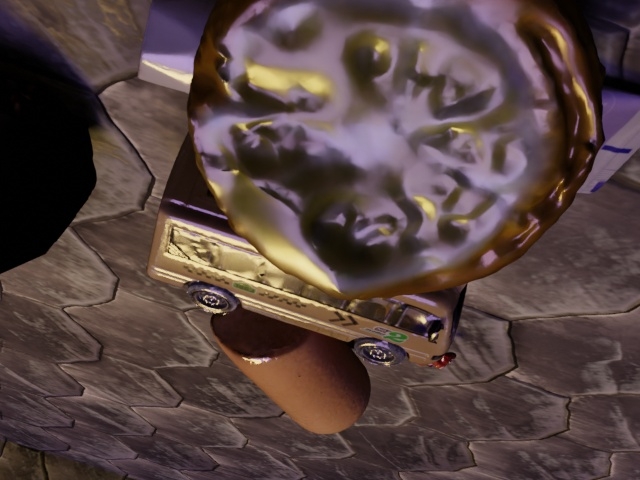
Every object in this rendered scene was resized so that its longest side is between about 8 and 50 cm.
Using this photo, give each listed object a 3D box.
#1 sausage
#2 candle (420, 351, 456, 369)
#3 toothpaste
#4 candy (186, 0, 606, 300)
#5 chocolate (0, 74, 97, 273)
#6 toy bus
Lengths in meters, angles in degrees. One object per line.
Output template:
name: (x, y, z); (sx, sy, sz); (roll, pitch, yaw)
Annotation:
sausage: (-0.030, 0.144, 1.213); (0.123, 0.123, 0.253); (3, 154, 24)
candle: (0.045, 0.064, 1.098); (0.051, 0.048, 0.329); (-44, 129, 14)
toothpaste: (0.059, -0.103, 0.708); (0.371, 0.080, 0.125); (14, 149, -8)
candy: (0.045, -0.082, 0.608); (0.260, 0.118, 0.260); (0, 127, 0)
chocolate: (-0.337, -0.098, 0.905); (0.177, 0.206, 0.224); (53, 157, 26)
toy bus: (0.000, 0.000, 0.883); (0.289, 0.139, 0.157); (20, 150, -2)
